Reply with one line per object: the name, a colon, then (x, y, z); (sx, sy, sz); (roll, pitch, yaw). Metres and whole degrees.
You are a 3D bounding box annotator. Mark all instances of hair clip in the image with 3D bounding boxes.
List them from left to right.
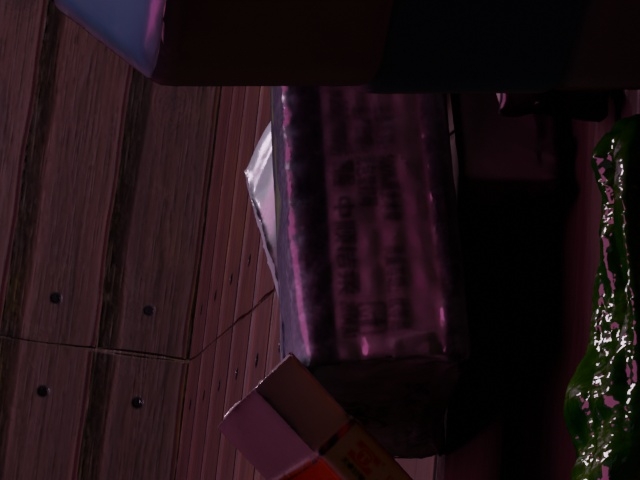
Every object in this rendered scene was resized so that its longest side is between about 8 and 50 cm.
hair clip: (0.123, -0.168, 1.090); (0.101, 0.085, 0.331); (90, 178, -46)

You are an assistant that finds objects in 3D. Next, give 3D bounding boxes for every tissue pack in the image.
tissue pack: (0.027, -0.059, 1.152); (0.288, 0.124, 0.394); (82, -176, -69)

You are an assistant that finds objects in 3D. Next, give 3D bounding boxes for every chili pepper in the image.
chili pepper: (0.157, 0.040, 0.780); (0.100, 0.074, 0.257); (116, 160, -59)

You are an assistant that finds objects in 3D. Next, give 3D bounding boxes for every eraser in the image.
eraser: (0.033, 0.177, 1.009); (0.038, 0.230, 0.157); (-42, -3, -19)

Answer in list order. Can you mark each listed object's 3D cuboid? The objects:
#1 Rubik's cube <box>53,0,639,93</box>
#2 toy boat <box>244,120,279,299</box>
Rubik's cube: (0.016, -0.287, 0.788); (0.347, 0.344, 0.346); (40, 125, 46)
toy boat: (0.000, 0.000, 1.392); (0.199, 0.100, 0.290); (79, 173, -67)
